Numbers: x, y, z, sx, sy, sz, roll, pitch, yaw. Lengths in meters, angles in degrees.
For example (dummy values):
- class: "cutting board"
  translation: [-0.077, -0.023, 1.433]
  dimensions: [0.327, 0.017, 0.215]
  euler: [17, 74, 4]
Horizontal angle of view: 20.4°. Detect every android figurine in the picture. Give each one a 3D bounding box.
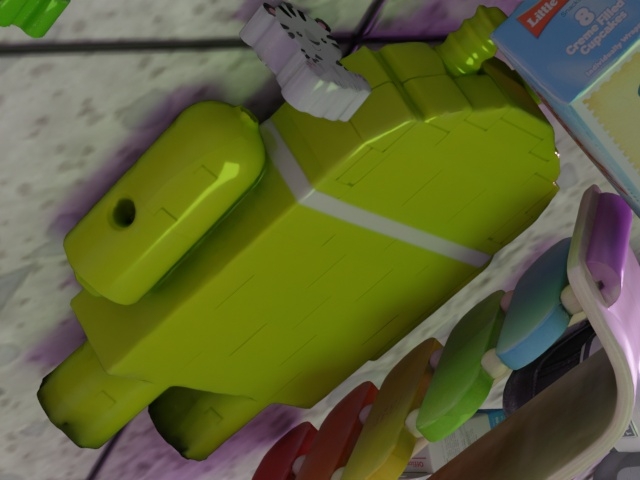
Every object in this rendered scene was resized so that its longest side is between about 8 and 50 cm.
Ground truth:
- class: "android figurine"
  translation: [0.000, 0.000, 0.809]
  dimensions: [0.273, 0.056, 0.248]
  euler: [-44, 150, 20]

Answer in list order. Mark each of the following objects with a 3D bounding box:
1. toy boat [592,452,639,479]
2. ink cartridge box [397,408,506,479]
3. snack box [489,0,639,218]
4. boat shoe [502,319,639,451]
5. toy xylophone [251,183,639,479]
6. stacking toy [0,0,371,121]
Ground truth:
- class: "toy boat"
  translation: [0.314, 0.233, 1.401]
  dimensions: [0.267, 0.148, 0.318]
  euler: [-20, 164, 31]
- class: "ink cartridge box"
  translation: [0.070, 0.124, 1.086]
  dimensions: [0.083, 0.028, 0.048]
  euler: [-11, 180, -37]
- class: "snack box"
  translation: [0.237, -0.141, 0.756]
  dimensions: [0.322, 0.060, 0.187]
  euler: [-44, 143, 5]
- class: "boat shoe"
  translation: [0.211, 0.085, 1.128]
  dimensions: [0.102, 0.108, 0.301]
  euler: [-12, 179, 33]
- class: "toy xylophone"
  translation: [0.050, 0.099, 0.923]
  dimensions: [0.322, 0.081, 0.236]
  euler: [-42, -173, 15]
- class: "stacking toy"
  translation: [-0.012, -0.131, 0.603]
  dimensions: [0.221, 0.052, 0.167]
  euler: [10, 129, -50]
